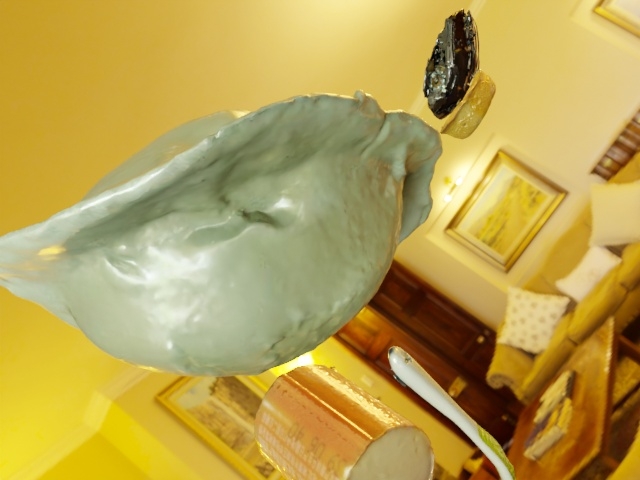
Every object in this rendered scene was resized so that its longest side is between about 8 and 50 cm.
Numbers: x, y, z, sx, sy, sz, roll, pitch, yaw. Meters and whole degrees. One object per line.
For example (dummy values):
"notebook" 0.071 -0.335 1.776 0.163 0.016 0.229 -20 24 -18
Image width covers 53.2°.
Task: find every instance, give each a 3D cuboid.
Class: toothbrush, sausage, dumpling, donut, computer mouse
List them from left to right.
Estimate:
"dumpling" -0.050 -0.002 0.505 0.270 0.211 0.320 -5 30 47
"sausage" 0.040 0.389 1.199 0.233 0.287 0.232 -10 -72 -32
"computer mouse" 0.299 -0.381 1.400 0.147 0.078 0.241 -12 -64 -52
"donut" 0.190 -0.169 0.798 0.083 0.038 0.067 -62 3 -32
"toothbrush" 0.133 0.172 0.521 0.026 0.263 0.022 -36 23 22
